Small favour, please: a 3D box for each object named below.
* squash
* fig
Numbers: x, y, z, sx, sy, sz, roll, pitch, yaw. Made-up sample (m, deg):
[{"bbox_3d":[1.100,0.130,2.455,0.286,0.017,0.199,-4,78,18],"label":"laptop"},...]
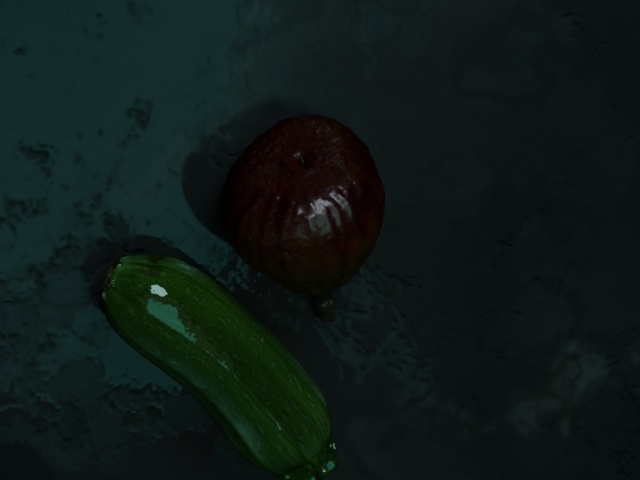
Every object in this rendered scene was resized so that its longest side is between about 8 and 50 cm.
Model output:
[{"bbox_3d":[-0.064,0.087,1.264,0.077,0.068,0.219,-48,111,-19],"label":"squash"},{"bbox_3d":[0.002,-0.004,1.240,0.119,0.119,0.153,-34,111,-8],"label":"fig"}]
